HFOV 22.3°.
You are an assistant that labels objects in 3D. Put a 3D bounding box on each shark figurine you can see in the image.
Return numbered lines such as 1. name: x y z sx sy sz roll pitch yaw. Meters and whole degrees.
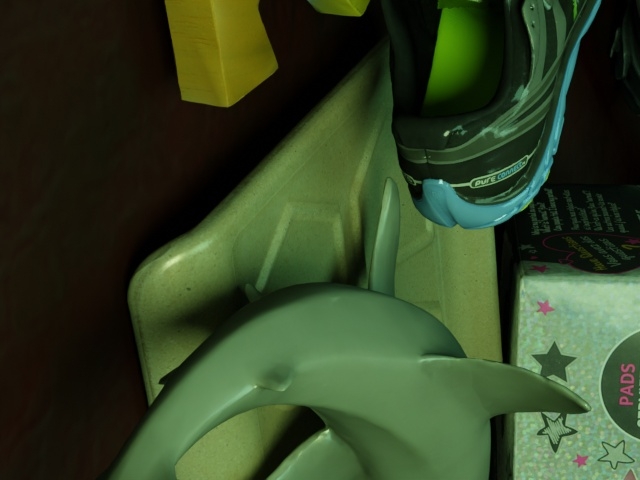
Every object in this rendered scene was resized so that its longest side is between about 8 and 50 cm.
1. shark figurine: 0.022 0.057 0.522 0.278 0.116 0.166 14 85 -64

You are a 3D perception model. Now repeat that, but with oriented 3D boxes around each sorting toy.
1. sorting toy: 0.000 0.000 0.622 0.229 0.041 0.307 -45 136 -47

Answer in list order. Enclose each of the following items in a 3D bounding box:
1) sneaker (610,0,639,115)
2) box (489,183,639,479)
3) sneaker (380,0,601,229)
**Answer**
1. sneaker: 0.230 -0.180 1.016 0.163 0.086 0.226 64 32 -63
2. box: 0.159 0.110 0.823 0.163 0.142 0.247 -76 165 -72
3. sneaker: 0.065 -0.098 0.589 0.078 0.067 0.188 52 46 -55
